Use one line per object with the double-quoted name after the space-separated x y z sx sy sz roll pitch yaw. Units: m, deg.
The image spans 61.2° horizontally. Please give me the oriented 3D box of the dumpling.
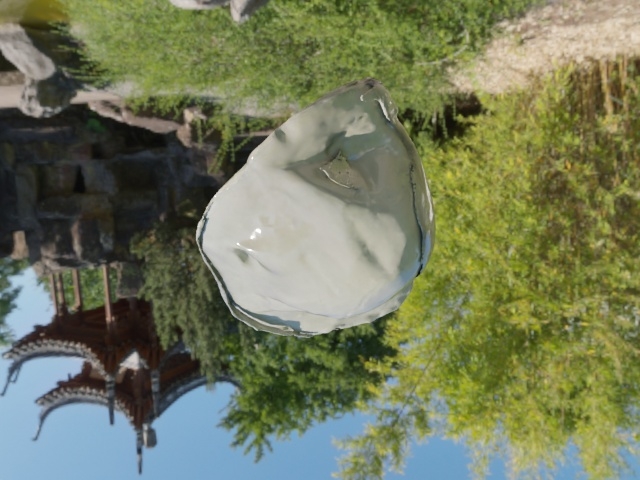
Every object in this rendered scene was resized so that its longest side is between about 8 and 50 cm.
0.000 -0.001 0.608 0.260 0.181 0.341 -23 164 -4 "dumpling"
